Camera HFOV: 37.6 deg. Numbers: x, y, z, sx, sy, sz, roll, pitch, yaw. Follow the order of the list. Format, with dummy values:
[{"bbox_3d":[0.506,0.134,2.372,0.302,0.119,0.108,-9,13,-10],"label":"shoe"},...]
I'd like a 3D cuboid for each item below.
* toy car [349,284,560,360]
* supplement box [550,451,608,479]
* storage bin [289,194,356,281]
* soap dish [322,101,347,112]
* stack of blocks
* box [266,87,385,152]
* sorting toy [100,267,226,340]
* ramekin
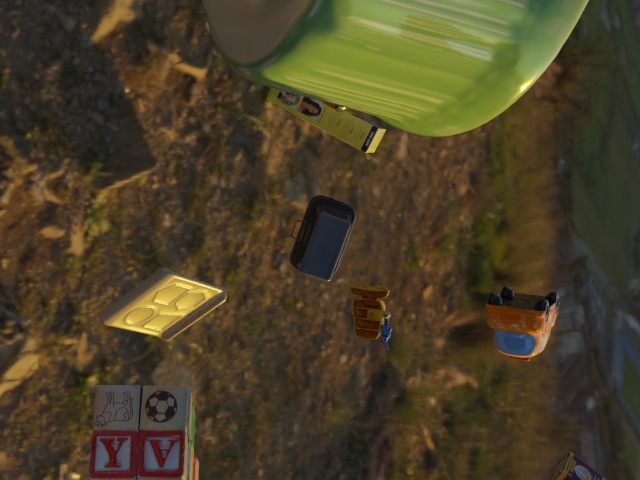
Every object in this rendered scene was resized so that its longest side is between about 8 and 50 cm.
[{"bbox_3d":[0.078,0.047,0.544,0.060,0.122,0.041,-41,134,-81],"label":"toy car"},{"bbox_3d":[0.375,0.354,1.348,0.083,0.043,0.055,36,34,8],"label":"supplement box"},{"bbox_3d":[0.000,0.000,1.552,0.091,0.098,0.135,-102,-148,-79],"label":"storage bin"},{"bbox_3d":[0.094,-0.332,1.446,0.291,0.228,0.118,94,-24,-62],"label":"soap dish"},{"bbox_3d":[-0.177,0.263,0.987,0.297,0.087,0.171,102,-12,-70],"label":"stack of blocks"},{"bbox_3d":[0.012,-0.251,1.876,0.058,0.232,0.087,-63,169,12],"label":"box"},{"bbox_3d":[-0.327,0.131,1.972,0.208,0.193,0.038,29,30,-54],"label":"sorting toy"},{"bbox_3d":[0.035,-0.225,0.595,0.148,0.303,0.304,5,76,-27],"label":"ramekin"}]
